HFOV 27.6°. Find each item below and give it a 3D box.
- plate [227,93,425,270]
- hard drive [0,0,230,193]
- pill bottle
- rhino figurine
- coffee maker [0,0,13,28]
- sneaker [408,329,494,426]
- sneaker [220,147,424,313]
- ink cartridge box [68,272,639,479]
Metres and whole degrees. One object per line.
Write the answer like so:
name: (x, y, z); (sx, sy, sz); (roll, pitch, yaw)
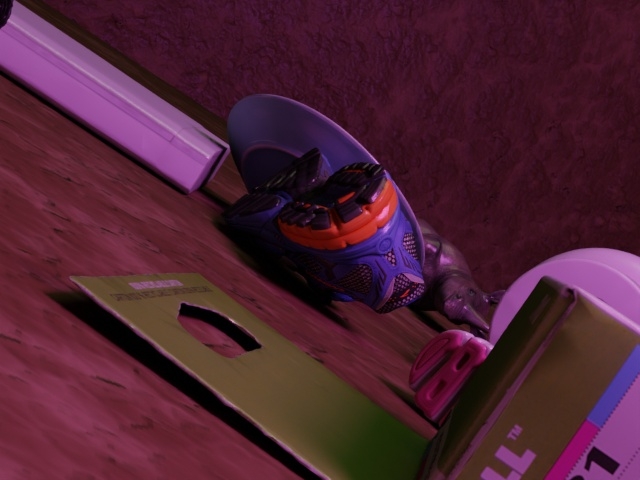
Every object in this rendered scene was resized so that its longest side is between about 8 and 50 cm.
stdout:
plate: (-0.004, -0.028, 0.969); (0.188, 0.024, 0.188); (35, -27, 20)
hard drive: (-0.210, -0.139, 0.984); (0.307, 0.040, 0.203); (34, 4, -3)
pill bottle: (0.189, 0.079, 0.865); (0.136, 0.136, 0.245); (35, 5, 23)
rhino figurine: (0.094, 0.026, 1.203); (0.106, 0.073, 0.243); (27, 9, -39)
coffee maker: (-0.192, -0.170, 0.570); (0.120, 0.171, 0.178); (14, 10, -23)
sneaker: (0.123, 0.098, 0.629); (0.170, 0.063, 0.074); (31, 7, 41)
sneaker: (0.000, 0.000, 0.833); (0.087, 0.083, 0.221); (60, -9, -16)
ink cartridge box: (0.060, 0.051, 0.471); (0.255, 0.097, 0.189); (35, 4, 7)
